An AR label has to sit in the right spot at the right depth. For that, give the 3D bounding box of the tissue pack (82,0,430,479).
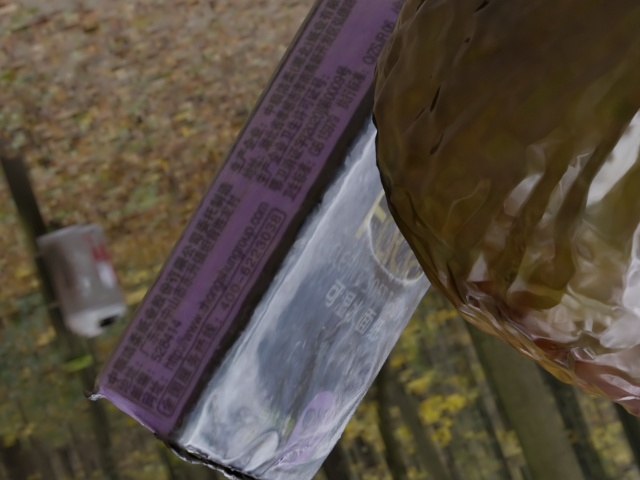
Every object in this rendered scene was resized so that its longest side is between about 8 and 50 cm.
[{"bbox_3d":[0.000,0.000,1.031,0.361,0.122,0.259,-58,156,-7],"label":"tissue pack"}]

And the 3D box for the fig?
[{"bbox_3d":[0.179,-0.092,0.602,0.286,0.286,0.369,-19,161,-17],"label":"fig"}]
